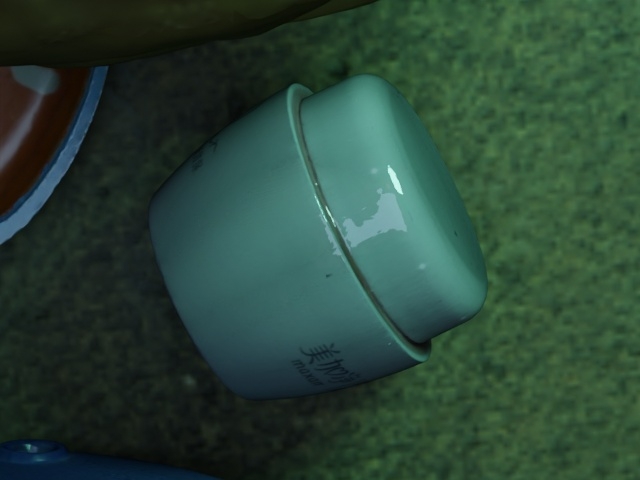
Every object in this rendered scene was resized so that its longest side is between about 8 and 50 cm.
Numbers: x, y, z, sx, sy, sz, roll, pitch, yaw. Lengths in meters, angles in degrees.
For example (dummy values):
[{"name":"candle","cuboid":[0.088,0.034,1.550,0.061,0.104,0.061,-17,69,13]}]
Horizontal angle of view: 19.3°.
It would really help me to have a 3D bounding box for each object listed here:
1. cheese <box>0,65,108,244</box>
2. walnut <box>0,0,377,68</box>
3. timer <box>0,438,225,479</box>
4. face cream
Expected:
[{"name":"cheese","cuboid":[-0.113,-0.094,0.755,0.106,0.037,0.256,39,90,-1]},{"name":"walnut","cuboid":[-0.098,-0.222,0.597,0.383,0.383,0.384,0,96,3]},{"name":"timer","cuboid":[-0.139,0.281,0.675,0.270,0.270,0.384,2,95,2]},{"name":"face cream","cuboid":[0.000,0.000,0.720,0.104,0.117,0.117,-25,94,12]}]
